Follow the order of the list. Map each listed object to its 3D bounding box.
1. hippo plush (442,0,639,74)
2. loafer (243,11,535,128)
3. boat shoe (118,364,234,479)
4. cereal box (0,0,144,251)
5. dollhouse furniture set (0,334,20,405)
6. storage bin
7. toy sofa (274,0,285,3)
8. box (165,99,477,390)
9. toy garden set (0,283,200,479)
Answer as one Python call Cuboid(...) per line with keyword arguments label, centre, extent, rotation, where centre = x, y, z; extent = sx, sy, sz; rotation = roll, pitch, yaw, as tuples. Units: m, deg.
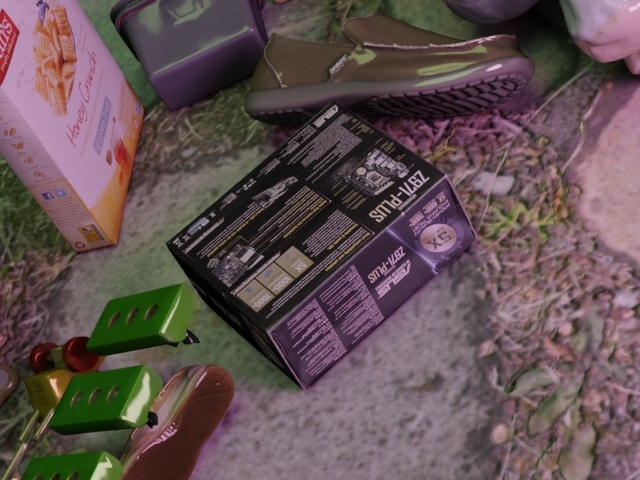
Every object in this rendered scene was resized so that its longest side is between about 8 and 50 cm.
Cuboid(label="hippo plush", centre=(0.163, -0.260, 1.302), extent=(0.237, 0.294, 0.234), rotation=(1, 30, 31))
Cuboid(label="loafer", centre=(0.050, -0.146, 1.366), extent=(0.251, 0.094, 0.087), rotation=(-3, 81, 25))
Cuboid(label="boat shoe", centre=(-0.115, 0.148, 1.236), extent=(0.135, 0.050, 0.045), rotation=(-52, 31, -19))
Cuboid(label="cereal box", centre=(-0.227, -0.130, 1.403), extent=(0.047, 0.240, 0.173), rotation=(-11, 47, 19))
Cuboid(label="dollhouse furniture set", centre=(-0.312, 0.085, 1.315), extent=(0.144, 0.151, 0.123), rotation=(27, 66, 39))
Cuboid(label="storage bin", centre=(-0.109, -0.185, 1.507), extent=(0.135, 0.098, 0.091), rotation=(-25, 54, 4))
Cuboid(label="toy sofa", centre=(-0.067, -0.407, 1.622), extent=(0.150, 0.177, 0.362), rotation=(-30, 43, 0))
Cuboid(label="box", centre=(0.000, 0.000, 1.285), extent=(0.180, 0.077, 0.147), rotation=(-42, 45, -12))
Cuboid(label="toy garden set", centre=(-0.182, 0.158, 1.226), extent=(0.204, 0.049, 0.244), rotation=(-14, 46, 53))
